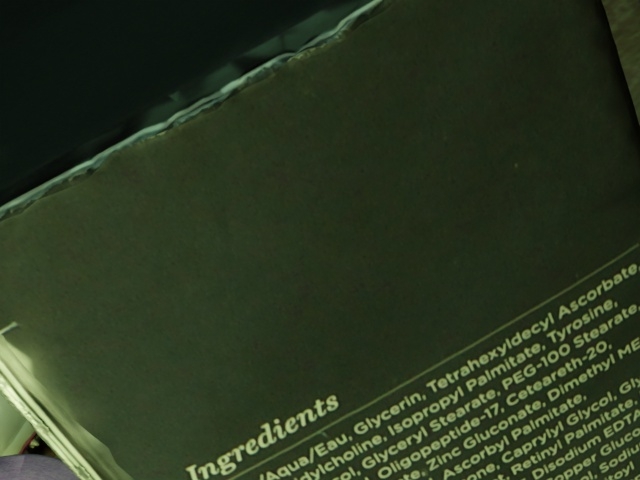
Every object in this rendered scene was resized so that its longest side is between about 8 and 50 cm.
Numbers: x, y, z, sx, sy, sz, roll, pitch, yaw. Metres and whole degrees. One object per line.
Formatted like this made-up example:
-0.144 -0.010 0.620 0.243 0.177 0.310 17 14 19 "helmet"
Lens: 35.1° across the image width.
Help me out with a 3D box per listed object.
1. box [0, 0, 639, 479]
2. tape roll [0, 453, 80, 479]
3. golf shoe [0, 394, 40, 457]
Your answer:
0.000 0.000 0.673 0.297 0.471 0.480 -31 34 1 "box"
-0.229 0.286 0.684 0.275 0.090 0.274 -16 44 16 "tape roll"
-0.332 0.127 1.053 0.115 0.140 0.306 -42 23 30 "golf shoe"
